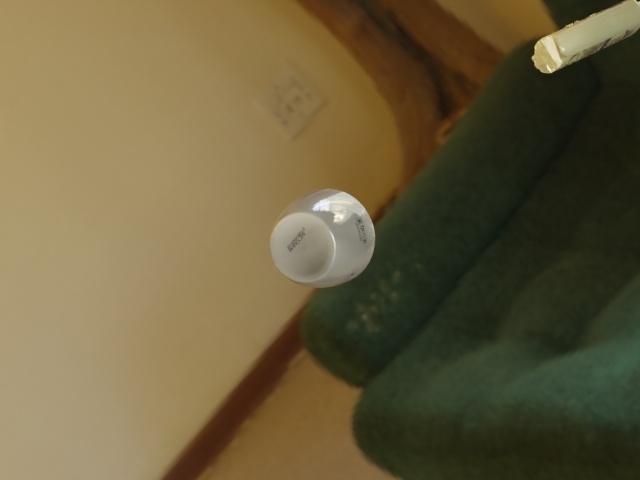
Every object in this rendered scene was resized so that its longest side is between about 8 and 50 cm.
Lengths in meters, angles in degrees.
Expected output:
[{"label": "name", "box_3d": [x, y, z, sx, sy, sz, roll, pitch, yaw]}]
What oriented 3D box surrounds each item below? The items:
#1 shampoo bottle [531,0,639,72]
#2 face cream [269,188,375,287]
[{"label": "shampoo bottle", "box_3d": [0.258, -0.192, 1.311, 0.141, 0.034, 0.049, -26, -14, -22]}, {"label": "face cream", "box_3d": [0.000, 0.000, 1.331, 0.091, 0.091, 0.095, -36, -5, 21]}]
